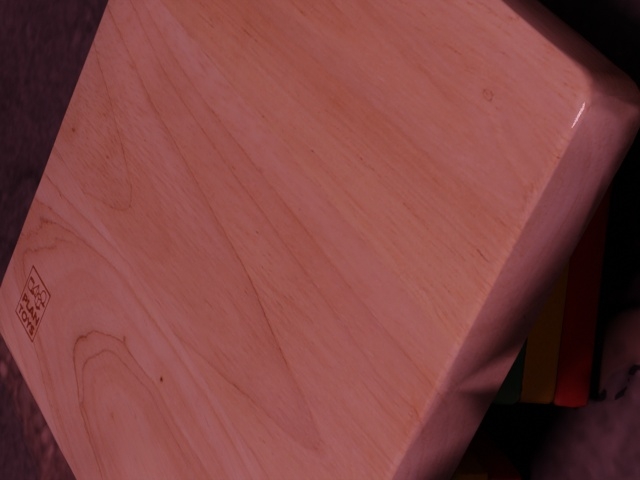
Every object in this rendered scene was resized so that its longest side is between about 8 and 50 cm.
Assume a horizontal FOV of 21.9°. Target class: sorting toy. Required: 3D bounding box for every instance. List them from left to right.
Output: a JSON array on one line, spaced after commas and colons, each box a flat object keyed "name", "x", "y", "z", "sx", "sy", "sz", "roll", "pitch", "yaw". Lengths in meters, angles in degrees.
[{"name": "sorting toy", "x": 0.000, "y": 0.000, "z": 0.590, "sx": 0.257, "sy": 0.089, "sz": 0.255, "roll": 51, "pitch": 125, "yaw": 45}]
